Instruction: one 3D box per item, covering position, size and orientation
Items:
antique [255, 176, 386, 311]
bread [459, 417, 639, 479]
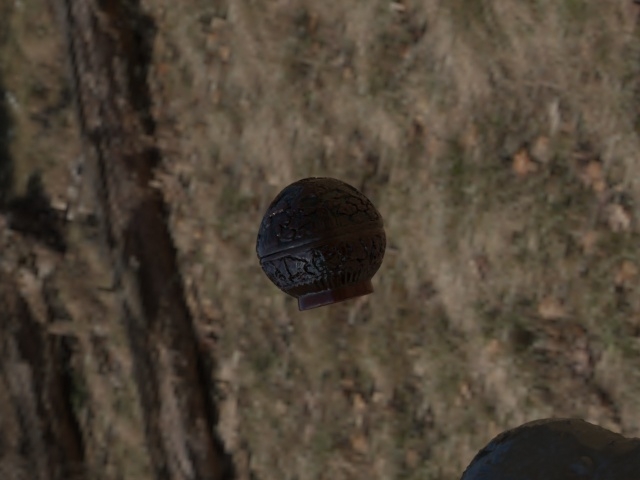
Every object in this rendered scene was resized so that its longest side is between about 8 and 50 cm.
[{"bbox_3d":[0.000,0.000,1.106,0.104,0.104,0.104,-37,48,56],"label":"antique"},{"bbox_3d":[0.116,0.205,0.794,0.337,0.102,0.183,-36,44,-6],"label":"bread"}]
